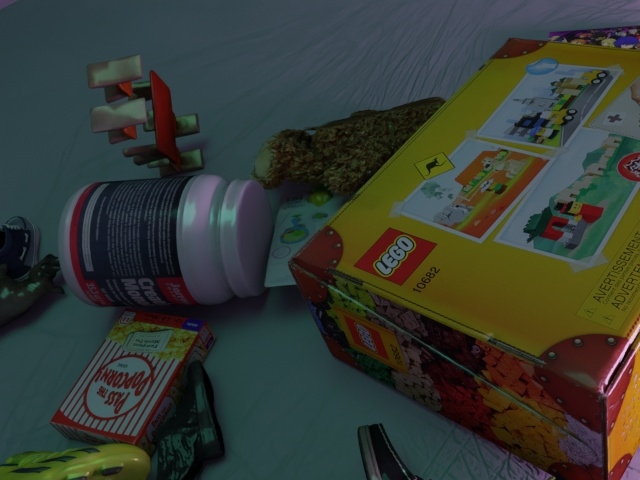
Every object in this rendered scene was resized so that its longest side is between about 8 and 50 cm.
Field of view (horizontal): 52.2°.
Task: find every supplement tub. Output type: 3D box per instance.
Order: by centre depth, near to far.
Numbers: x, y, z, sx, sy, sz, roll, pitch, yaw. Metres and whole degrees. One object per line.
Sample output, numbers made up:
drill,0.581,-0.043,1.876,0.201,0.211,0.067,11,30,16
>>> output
supplement tub,-0.221,0.001,0.962,0.272,0.191,0.191,-2,46,14

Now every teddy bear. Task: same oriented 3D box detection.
teddy bear,0.048,-0.142,1.060,0.338,0.113,0.245,-16,19,-9

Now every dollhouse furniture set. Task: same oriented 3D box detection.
dollhouse furniture set,-0.268,-0.163,1.133,0.135,0.262,0.259,-10,77,8

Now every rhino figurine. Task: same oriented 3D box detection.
rhino figurine,-0.517,0.093,1.077,0.243,0.073,0.106,-30,42,-12

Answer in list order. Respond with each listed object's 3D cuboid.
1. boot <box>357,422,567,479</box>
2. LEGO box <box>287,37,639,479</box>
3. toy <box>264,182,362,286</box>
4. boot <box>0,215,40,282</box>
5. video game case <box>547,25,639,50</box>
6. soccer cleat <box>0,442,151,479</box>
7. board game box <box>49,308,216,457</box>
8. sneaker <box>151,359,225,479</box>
boot,0.150,0.263,0.642,0.178,0.085,0.236,-22,49,-5
LEGO box,0.274,-0.021,0.789,0.372,0.193,0.500,22,57,40
toy,0.000,0.000,0.983,0.137,0.056,0.237,-8,38,9
boot,-0.558,-0.007,1.184,0.069,0.086,0.190,-29,43,-9
video game case,0.494,-0.291,1.100,0.232,0.042,0.210,4,47,24
soccer cleat,-0.339,0.288,0.786,0.289,0.093,0.121,-22,35,6
board game box,-0.252,0.189,0.897,0.147,0.045,0.193,4,48,25
sneaker,-0.174,0.232,0.819,0.089,0.051,0.170,-20,47,-4
